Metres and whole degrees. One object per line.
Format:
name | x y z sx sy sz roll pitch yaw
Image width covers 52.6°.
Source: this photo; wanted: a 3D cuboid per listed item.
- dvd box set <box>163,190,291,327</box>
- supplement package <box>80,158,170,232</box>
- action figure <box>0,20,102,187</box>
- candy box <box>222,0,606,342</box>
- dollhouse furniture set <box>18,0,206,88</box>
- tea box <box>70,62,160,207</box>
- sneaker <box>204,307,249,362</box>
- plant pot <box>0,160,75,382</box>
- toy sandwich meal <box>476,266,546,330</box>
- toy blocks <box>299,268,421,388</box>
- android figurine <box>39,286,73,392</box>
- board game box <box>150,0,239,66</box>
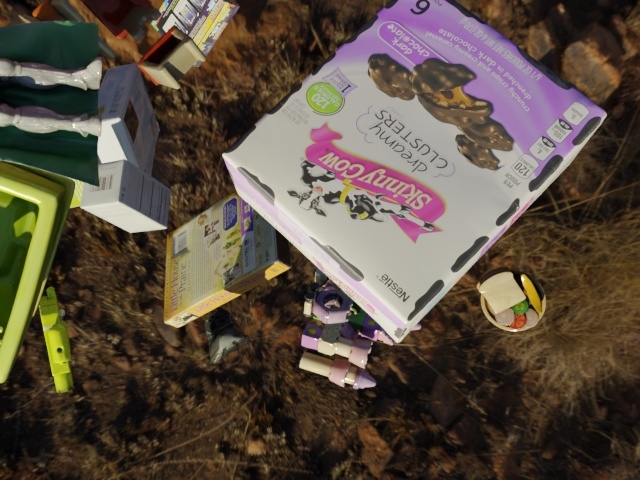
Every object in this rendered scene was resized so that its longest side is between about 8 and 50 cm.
dvd box set | -0.266 0.026 1.780 0.421 0.062 0.307 -29 49 27
supplement package | -0.434 -0.096 1.462 0.105 0.179 0.105 -6 70 20
action figure | -0.283 -0.112 0.474 0.233 0.063 0.137 -1 82 -23
candy box | 0.061 -0.058 0.448 0.165 0.070 0.196 42 78 14
dollhouse furniture set | -0.321 -0.376 1.076 0.262 0.259 0.135 -49 49 -7
tea box | -0.610 -0.265 1.658 0.324 0.219 0.328 -10 38 1
sneaker | -0.234 0.218 1.511 0.101 0.267 0.106 -32 87 -12
plant pot | -0.419 -0.001 0.743 0.227 0.207 0.228 18 100 -14
toy sandwich meal | 0.232 0.072 0.790 0.086 0.029 0.085 3 99 22
toy blocks | 0.117 0.175 1.552 0.260 0.308 0.288 16 48 11
android figurine | -0.691 0.256 1.702 0.056 0.248 0.272 -9 88 -21
board game box | -0.272 -0.487 1.399 0.141 0.048 0.170 50 118 13
